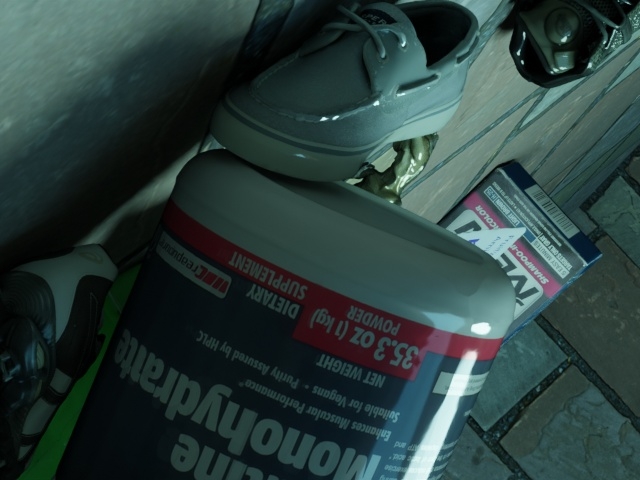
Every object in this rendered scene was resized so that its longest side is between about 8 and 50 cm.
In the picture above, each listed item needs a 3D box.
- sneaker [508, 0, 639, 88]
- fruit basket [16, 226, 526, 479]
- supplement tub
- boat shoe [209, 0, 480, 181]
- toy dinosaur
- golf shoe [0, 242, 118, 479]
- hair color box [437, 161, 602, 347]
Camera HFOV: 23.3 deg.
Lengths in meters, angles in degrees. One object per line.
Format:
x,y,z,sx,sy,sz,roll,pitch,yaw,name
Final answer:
0.230,-0.195,1.187,0.227,0.087,0.130,-41,180,34,sneaker
-0.043,0.113,1.098,0.353,0.165,0.327,0,142,-48,fruit basket
-0.030,0.105,0.821,0.272,0.191,0.191,-67,167,8,supplement tub
0.020,-0.094,0.842,0.227,0.079,0.081,-26,143,-57,boat shoe
0.000,0.000,1.244,0.268,0.064,0.118,-42,179,26,toy dinosaur
-0.155,0.069,0.829,0.094,0.077,0.198,-36,171,-34,golf shoe
0.183,0.076,2.053,0.347,0.174,0.105,-45,170,21,hair color box
